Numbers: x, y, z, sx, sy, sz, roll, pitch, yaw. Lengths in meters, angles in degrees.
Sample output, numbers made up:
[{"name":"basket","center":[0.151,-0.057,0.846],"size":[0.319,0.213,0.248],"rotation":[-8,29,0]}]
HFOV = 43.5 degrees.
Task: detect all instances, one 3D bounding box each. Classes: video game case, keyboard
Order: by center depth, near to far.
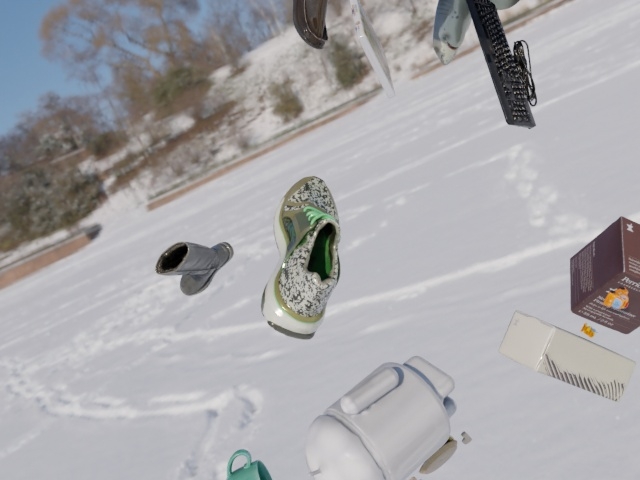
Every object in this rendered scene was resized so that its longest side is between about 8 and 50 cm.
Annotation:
[{"name":"keyboard","center":[0.259,-0.247,1.090],"size":[0.038,0.192,0.100],"rotation":[-22,-10,38]},{"name":"video game case","center":[0.143,-0.538,2.223],"size":[0.026,0.227,0.206],"rotation":[-21,46,15]}]

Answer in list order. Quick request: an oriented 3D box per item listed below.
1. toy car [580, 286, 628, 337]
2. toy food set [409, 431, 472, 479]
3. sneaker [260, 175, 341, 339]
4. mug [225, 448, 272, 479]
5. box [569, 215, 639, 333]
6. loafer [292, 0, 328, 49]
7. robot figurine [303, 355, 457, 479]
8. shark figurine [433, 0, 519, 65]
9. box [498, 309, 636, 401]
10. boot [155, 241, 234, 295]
[{"name":"toy car","center":[0.599,0.153,1.664],"size":[0.060,0.040,0.122],"rotation":[4,-58,-42]},{"name":"toy food set","center":[0.293,0.541,2.023],"size":[0.192,0.038,0.132],"rotation":[-40,-29,-3]},{"name":"sneaker","center":[0.000,0.000,1.632],"size":[0.182,0.158,0.410],"rotation":[-48,26,41]},{"name":"mug","center":[-0.165,0.567,1.827],"size":[0.097,0.157,0.129],"rotation":[-25,-28,2]},{"name":"box","center":[0.714,0.085,1.886],"size":[0.203,0.168,0.167],"rotation":[124,164,-51]},{"name":"loafer","center":[-0.020,-0.563,1.910],"size":[0.078,0.220,0.080],"rotation":[-23,-15,40]},{"name":"robot figurine","center":[0.112,0.378,1.569],"size":[0.353,0.300,0.200],"rotation":[-34,40,-26]},{"name":"shark figurine","center":[0.242,-0.402,1.140],"size":[0.278,0.166,0.116],"rotation":[-38,42,2]},{"name":"box","center":[0.487,0.229,1.572],"size":[0.275,0.094,0.113],"rotation":[22,2,-32]},{"name":"boot","center":[-0.309,0.068,1.850],"size":[0.189,0.076,0.208],"rotation":[-49,-11,19]}]
